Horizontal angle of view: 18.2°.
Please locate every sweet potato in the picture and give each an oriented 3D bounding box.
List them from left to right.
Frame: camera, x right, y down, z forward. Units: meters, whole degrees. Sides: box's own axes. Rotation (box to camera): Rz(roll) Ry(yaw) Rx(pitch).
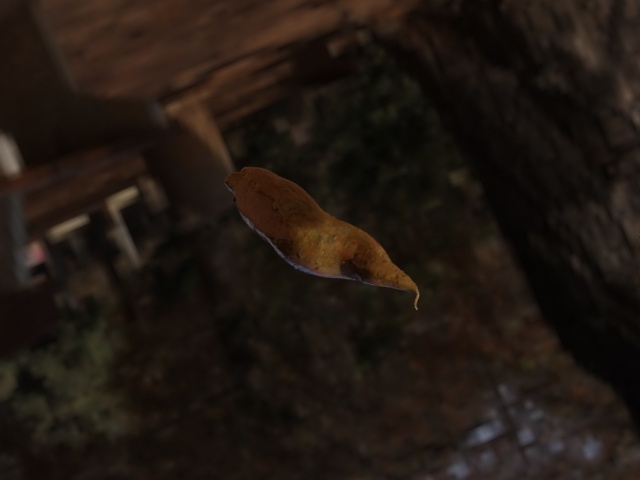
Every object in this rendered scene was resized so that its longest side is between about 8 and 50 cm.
[{"bbox_3d":[0.000,0.000,1.463,0.195,0.056,0.056,32,-143,28],"label":"sweet potato"}]
